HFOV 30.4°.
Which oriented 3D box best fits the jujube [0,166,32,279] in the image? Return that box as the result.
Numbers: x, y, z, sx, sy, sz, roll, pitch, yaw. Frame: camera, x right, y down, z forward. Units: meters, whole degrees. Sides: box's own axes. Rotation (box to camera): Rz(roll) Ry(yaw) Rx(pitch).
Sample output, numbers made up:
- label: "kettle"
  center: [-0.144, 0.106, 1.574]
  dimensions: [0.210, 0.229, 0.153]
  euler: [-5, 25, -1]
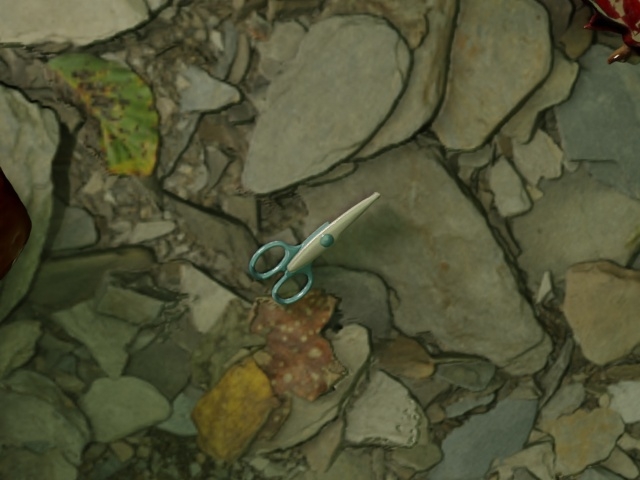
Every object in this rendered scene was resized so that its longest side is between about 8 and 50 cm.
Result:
- label: "jujube"
  center: [-0.307, 0.031, 0.756]
  dimensions: [0.255, 0.190, 0.190]
  euler: [-35, 116, -18]

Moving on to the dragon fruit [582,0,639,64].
- label: "dragon fruit"
  center: [0.266, -0.302, 0.876]
  dimensions: [0.282, 0.100, 0.343]
  euler: [1, 105, -17]

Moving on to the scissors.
- label: "scissors"
  center: [0.000, 0.000, 0.937]
  dimensions: [0.119, 0.014, 0.058]
  euler: [-41, 117, 2]
